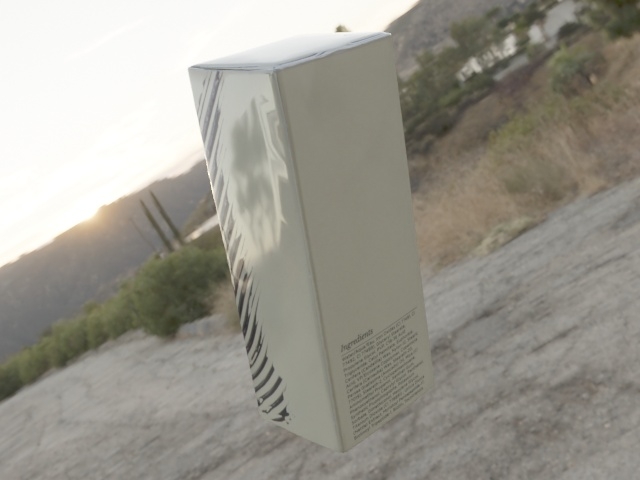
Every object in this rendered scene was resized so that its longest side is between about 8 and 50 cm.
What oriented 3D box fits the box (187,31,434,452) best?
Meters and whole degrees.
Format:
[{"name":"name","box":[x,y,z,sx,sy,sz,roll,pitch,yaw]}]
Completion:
[{"name":"box","box":[0.000,0.000,0.585,0.094,0.275,0.113,12,28,44]}]
